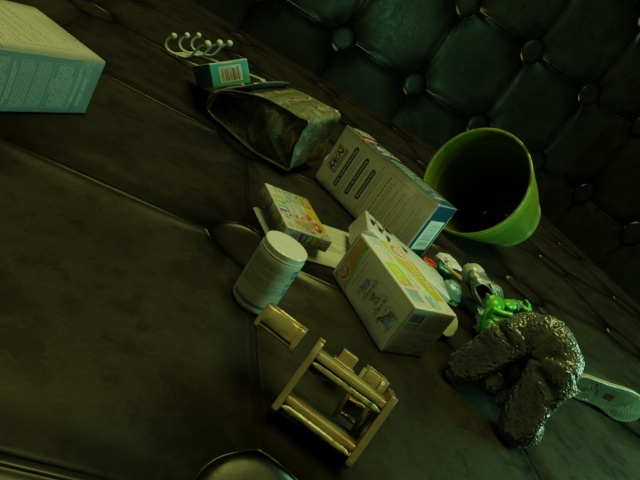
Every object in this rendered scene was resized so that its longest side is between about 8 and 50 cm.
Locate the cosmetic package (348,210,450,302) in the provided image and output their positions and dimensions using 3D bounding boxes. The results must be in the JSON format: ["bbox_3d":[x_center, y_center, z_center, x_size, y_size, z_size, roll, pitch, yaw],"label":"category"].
[{"bbox_3d":[0.164,0.046,1.135,0.239,0.060,0.099,40,22,-15],"label":"cosmetic package"}]

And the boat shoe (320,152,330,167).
[{"bbox_3d":[0.076,-0.213,1.572,0.075,0.083,0.226,39,21,14],"label":"boat shoe"}]

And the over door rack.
[{"bbox_3d":[-0.309,-0.575,1.755,0.324,0.108,0.239,33,22,-4],"label":"over door rack"}]

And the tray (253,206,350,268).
[{"bbox_3d":[0.000,0.000,1.094,0.270,0.030,0.145,17,28,-36],"label":"tray"}]

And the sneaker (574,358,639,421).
[{"bbox_3d":[0.642,0.327,1.249,0.221,0.083,0.118,28,22,-13],"label":"sneaker"}]

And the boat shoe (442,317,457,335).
[{"bbox_3d":[0.219,0.159,1.054,0.137,0.049,0.043,11,-8,-44],"label":"boat shoe"}]

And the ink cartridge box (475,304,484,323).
[{"bbox_3d":[0.389,0.188,1.253,0.083,0.028,0.048,31,20,-8],"label":"ink cartridge box"}]

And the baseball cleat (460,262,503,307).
[{"bbox_3d":[0.397,0.134,1.302,0.206,0.072,0.110,37,26,-41],"label":"baseball cleat"}]

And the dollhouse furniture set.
[{"bbox_3d":[-0.013,0.172,0.680,0.181,0.101,0.161,36,-3,6],"label":"dollhouse furniture set"}]

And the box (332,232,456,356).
[{"bbox_3d":[0.126,0.095,0.972,0.114,0.103,0.203,16,28,-38],"label":"box"}]

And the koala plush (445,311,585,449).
[{"bbox_3d":[0.373,0.228,0.964,0.196,0.203,0.221,48,14,31],"label":"koala plush"}]

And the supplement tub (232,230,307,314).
[{"bbox_3d":[-0.074,0.048,0.780,0.071,0.107,0.071,29,22,-13],"label":"supplement tub"}]

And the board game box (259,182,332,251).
[{"bbox_3d":[-0.050,-0.045,1.037,0.103,0.026,0.154,18,27,-34],"label":"board game box"}]

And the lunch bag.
[{"bbox_3d":[-0.127,-0.326,1.421,0.286,0.169,0.235,30,24,12],"label":"lunch bag"}]

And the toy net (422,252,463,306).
[{"bbox_3d":[0.296,0.078,1.340,0.122,0.045,0.232,32,20,0],"label":"toy net"}]

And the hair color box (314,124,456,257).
[{"bbox_3d":[0.155,-0.121,1.371,0.105,0.174,0.347,5,36,-52],"label":"hair color box"}]

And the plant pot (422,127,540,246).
[{"bbox_3d":[0.585,-0.137,1.854,0.353,0.366,0.366,28,19,-50],"label":"plant pot"}]

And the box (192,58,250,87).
[{"bbox_3d":[-0.268,-0.445,1.448,0.100,0.060,0.244,-15,20,-18],"label":"box"}]

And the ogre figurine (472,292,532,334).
[{"bbox_3d":[0.400,0.188,1.168,0.118,0.097,0.197,27,66,-3],"label":"ogre figurine"}]

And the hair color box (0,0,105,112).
[{"bbox_3d":[-0.540,-0.293,0.825,0.185,0.114,0.374,38,21,9],"label":"hair color box"}]
